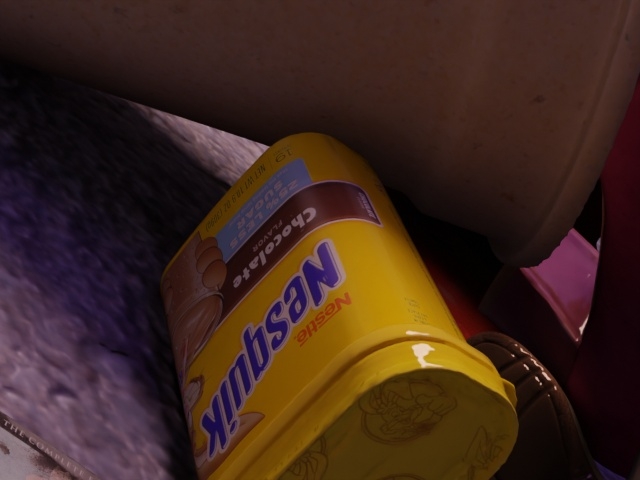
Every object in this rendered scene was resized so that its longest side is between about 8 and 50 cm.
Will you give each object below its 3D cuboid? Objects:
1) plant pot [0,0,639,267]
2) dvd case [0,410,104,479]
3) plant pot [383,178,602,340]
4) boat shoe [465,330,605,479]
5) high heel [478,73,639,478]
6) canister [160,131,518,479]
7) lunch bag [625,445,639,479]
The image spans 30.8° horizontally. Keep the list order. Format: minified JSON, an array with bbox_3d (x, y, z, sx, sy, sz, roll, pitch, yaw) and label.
[{"bbox_3d":[-0.012,-0.175,0.597,0.305,0.334,0.334,10,23,-2],"label":"plant pot"},{"bbox_3d":[-0.082,0.109,0.348,0.087,0.013,0.119,39,19,-16],"label":"dvd case"},{"bbox_3d":[0.183,-0.041,0.871,0.267,0.267,0.236,48,7,11],"label":"plant pot"},{"bbox_3d":[0.132,0.140,0.665,0.072,0.068,0.190,42,20,-56],"label":"boat shoe"},{"bbox_3d":[0.212,0.004,0.583,0.181,0.127,0.377,46,-26,16],"label":"high heel"},{"bbox_3d":[-0.005,0.045,0.472,0.073,0.126,0.170,31,20,-31],"label":"canister"},{"bbox_3d":[0.227,0.131,0.471,0.256,0.305,0.212,19,6,-41],"label":"lunch bag"}]
